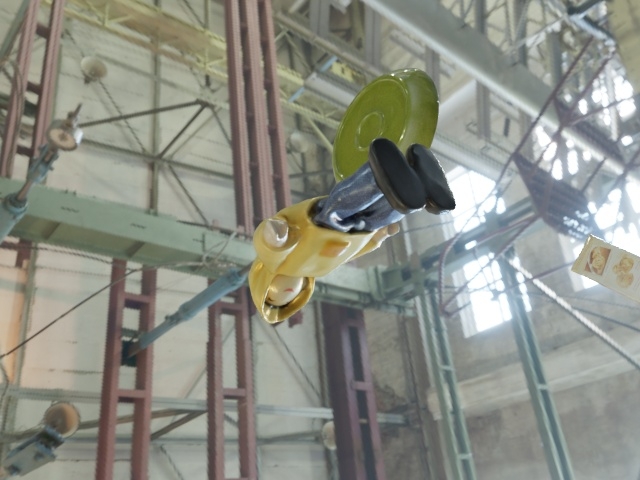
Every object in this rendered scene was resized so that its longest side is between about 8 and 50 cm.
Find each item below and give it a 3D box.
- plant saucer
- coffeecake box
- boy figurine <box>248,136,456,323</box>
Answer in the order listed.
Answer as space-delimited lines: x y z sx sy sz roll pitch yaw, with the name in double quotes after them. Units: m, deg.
0.089 -0.170 1.013 0.037 0.241 0.241 20 -127 -32 "plant saucer"
0.514 0.066 0.995 0.185 0.068 0.142 31 -169 39 "coffeecake box"
0.000 0.000 0.683 0.177 0.285 0.092 1 -120 -45 "boy figurine"
